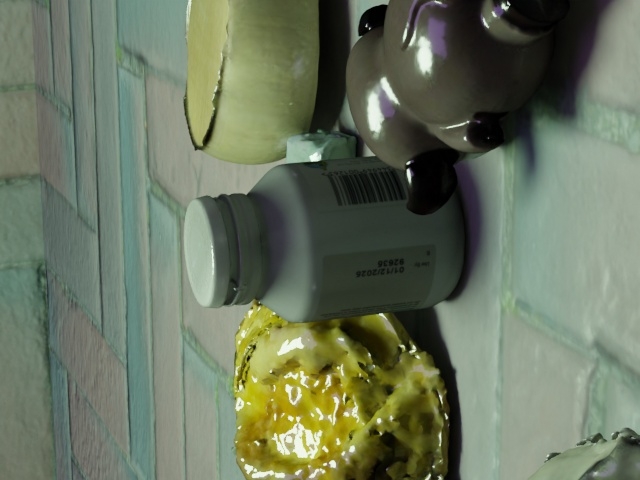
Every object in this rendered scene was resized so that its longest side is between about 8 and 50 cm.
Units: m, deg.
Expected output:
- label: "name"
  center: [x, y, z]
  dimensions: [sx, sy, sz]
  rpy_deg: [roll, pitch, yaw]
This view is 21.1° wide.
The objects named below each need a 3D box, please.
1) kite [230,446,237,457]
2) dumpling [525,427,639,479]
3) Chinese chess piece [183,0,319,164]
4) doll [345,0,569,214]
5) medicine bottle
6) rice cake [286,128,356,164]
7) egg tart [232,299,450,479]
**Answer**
- label: "kite"
  center: [-0.009, 0.182, 1.700]
  dimensions: [0.250, 0.012, 0.229]
  rpy_deg: [-33, 81, 45]
- label: "dumpling"
  center: [0.190, 0.231, 1.148]
  dimensions: [0.172, 0.142, 0.247]
  rpy_deg: [42, 141, 9]
- label: "Chinese chess piece"
  center: [-0.072, -0.200, 1.725]
  dimensions: [0.250, 0.103, 0.249]
  rpy_deg: [-179, 90, -76]
- label: "doll"
  center: [0.095, -0.138, 1.280]
  dimensions: [0.257, 0.117, 0.182]
  rpy_deg: [120, 142, -58]
- label: "medicine bottle"
  center: [0.000, 0.000, 1.444]
  dimensions: [0.135, 0.215, 0.135]
  rpy_deg: [174, 90, -71]
- label: "rice cake"
  center: [-0.003, 0.056, 1.700]
  dimensions: [0.066, 0.063, 0.336]
  rpy_deg: [25, 119, 48]
- label: "egg tart"
  center: [-0.001, 0.167, 1.567]
  dimensions: [0.297, 0.132, 0.297]
  rpy_deg: [21, 119, 44]
